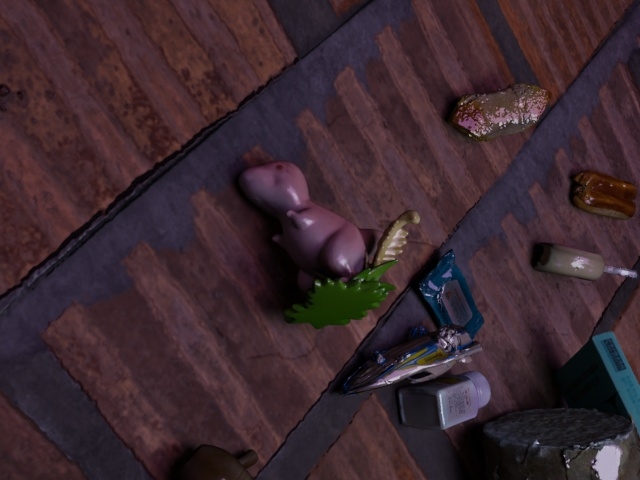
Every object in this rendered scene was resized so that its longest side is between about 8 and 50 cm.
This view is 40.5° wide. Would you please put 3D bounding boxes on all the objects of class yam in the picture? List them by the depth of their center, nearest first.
[{"bbox_3d":[0.345,0.403,1.162,0.241,0.241,0.348,-15,93,-41],"label":"yam"}]

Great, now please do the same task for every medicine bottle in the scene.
[{"bbox_3d":[0.166,0.206,1.131,0.118,0.074,0.055,-7,89,-41],"label":"medicine bottle"}]

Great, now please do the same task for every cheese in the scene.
[{"bbox_3d":[0.411,0.038,1.359,0.171,0.092,0.048,10,93,-33],"label":"cheese"}]

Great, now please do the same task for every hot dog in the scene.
[{"bbox_3d":[0.254,-0.183,1.265,0.168,0.061,0.078,-13,85,-16],"label":"hot dog"},{"bbox_3d":[0.481,-0.075,1.463,0.165,0.045,0.071,9,77,-40],"label":"hot dog"}]

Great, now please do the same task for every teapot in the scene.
[{"bbox_3d":[-0.107,0.249,0.911,0.080,0.085,0.110,46,25,-1],"label":"teapot"}]

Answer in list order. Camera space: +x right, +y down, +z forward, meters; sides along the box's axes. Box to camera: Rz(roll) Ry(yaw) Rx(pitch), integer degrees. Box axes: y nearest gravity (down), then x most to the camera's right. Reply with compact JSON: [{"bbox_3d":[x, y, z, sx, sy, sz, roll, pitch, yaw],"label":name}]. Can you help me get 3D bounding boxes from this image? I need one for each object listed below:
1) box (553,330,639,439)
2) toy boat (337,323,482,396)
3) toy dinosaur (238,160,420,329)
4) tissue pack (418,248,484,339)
[{"bbox_3d":[0.422,0.265,1.241,0.041,0.162,0.229,-13,64,-14],"label":"box"},{"bbox_3d":[0.106,0.155,1.092,0.210,0.084,0.066,-18,92,-31],"label":"toy boat"},{"bbox_3d":[-0.001,0.003,0.998,0.194,0.152,0.177,3,62,-17],"label":"toy dinosaur"},{"bbox_3d":[0.180,0.087,1.193,0.085,0.028,0.138,-44,118,-32],"label":"tissue pack"}]
